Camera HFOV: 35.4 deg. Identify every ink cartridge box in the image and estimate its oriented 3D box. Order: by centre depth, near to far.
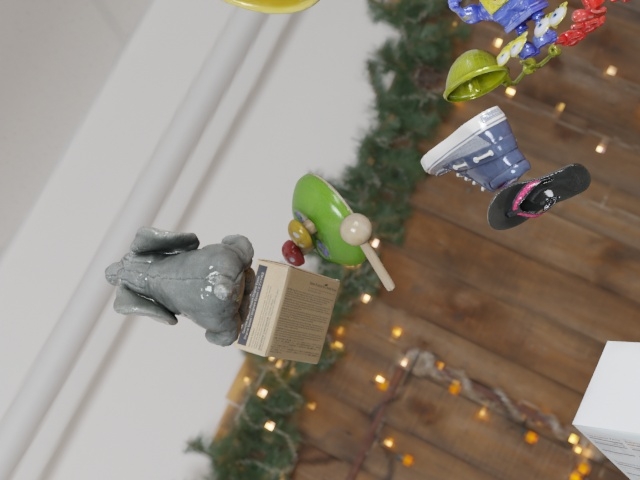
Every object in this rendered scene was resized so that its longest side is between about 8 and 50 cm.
[{"bbox_3d":[-0.067,0.153,2.114,0.234,0.088,0.193,22,-98,-60],"label":"ink cartridge box"}]

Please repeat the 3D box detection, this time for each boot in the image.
[{"bbox_3d":[0.184,-0.090,1.208,0.069,0.086,0.190,-28,-4,-15],"label":"boot"}]

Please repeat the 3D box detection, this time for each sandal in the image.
[{"bbox_3d":[0.351,-0.071,1.621,0.179,0.067,0.040,-26,18,14],"label":"sandal"}]

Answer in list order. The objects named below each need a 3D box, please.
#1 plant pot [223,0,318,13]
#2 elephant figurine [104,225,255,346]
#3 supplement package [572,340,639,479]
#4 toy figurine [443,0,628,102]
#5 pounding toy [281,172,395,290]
[{"bbox_3d":[-0.071,-0.467,1.310,0.254,0.254,0.239,75,-147,-69],"label":"plant pot"},{"bbox_3d":[-0.222,0.059,1.422,0.169,0.239,0.186,-73,-9,-47],"label":"elephant figurine"},{"bbox_3d":[0.669,0.350,1.942,0.198,0.262,0.199,-3,51,54],"label":"supplement package"},{"bbox_3d":[0.297,-0.384,1.549,0.191,0.217,0.362,-22,-5,-28],"label":"toy figurine"},{"bbox_3d":[0.000,0.000,1.700,0.110,0.237,0.183,-35,-49,-16],"label":"pounding toy"}]
